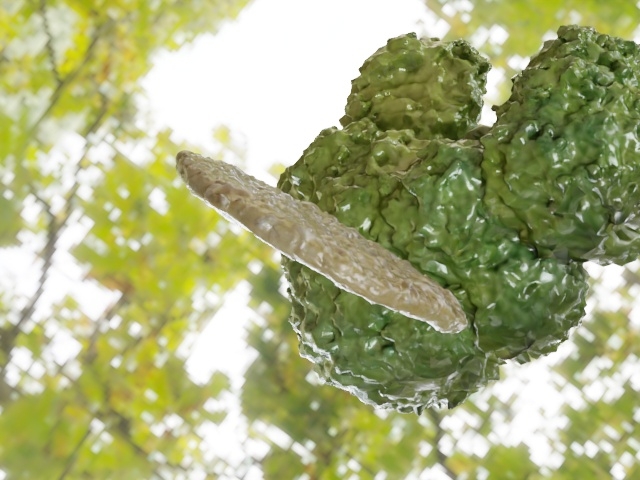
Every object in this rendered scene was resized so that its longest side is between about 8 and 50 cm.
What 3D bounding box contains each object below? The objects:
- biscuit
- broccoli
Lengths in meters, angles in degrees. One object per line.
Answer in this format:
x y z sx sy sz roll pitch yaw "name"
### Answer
0.000 0.000 0.574 0.015 0.120 0.120 -61 -172 5 "biscuit"
0.103 -0.040 0.823 0.302 0.186 0.254 -36 167 9 "broccoli"
